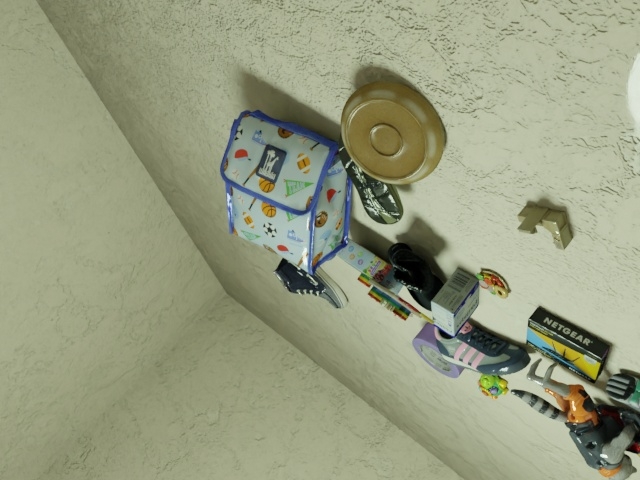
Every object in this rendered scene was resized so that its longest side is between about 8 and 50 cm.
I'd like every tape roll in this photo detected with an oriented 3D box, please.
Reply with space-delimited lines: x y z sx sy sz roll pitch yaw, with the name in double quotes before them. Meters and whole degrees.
"tape roll" 0.404 0.365 1.860 0.189 0.080 0.189 38 160 17

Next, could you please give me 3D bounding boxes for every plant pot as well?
"plant pot" 0.141 -0.214 1.168 0.236 0.032 0.236 20 135 21

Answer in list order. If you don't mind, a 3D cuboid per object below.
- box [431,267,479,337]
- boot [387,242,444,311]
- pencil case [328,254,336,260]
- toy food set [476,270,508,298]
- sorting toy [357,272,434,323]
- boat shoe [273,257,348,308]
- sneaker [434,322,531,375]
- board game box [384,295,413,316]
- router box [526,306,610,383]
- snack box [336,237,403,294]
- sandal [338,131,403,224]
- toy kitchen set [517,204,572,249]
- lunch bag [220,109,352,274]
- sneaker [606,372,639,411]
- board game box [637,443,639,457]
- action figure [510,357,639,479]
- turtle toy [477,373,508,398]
"box" 0.360 0.168 1.485 0.072 0.126 0.137 30 156 31
"boot" 0.270 0.115 1.498 0.246 0.094 0.207 52 -173 -4
"pencil case" 0.000 0.000 1.949 0.064 0.070 0.151 -13 125 26
"toy food set" 0.427 0.108 1.389 0.082 0.020 0.083 17 147 53
"sorting toy" 0.208 0.181 1.586 0.132 0.046 0.274 37 177 -31
"boat shoe" -0.046 0.187 2.273 0.340 0.158 0.127 49 160 -11
"sneaker" 0.448 0.299 1.608 0.319 0.112 0.131 -4 115 56
"board game box" 0.246 0.228 1.965 0.133 0.033 0.169 52 159 -19
"router box" 0.582 0.249 1.327 0.179 0.046 0.133 31 156 35
"snack box" 0.149 0.073 1.719 0.207 0.070 0.174 35 180 30
"sandal" 0.126 -0.171 1.311 0.120 0.086 0.303 6 136 31
"toy kitchen set" 0.424 -0.015 1.079 0.083 0.068 0.075 19 148 51
"lunch bag" -0.094 -0.144 1.551 0.328 0.239 0.385 26 134 23
"sneaker" 0.745 0.355 1.207 0.098 0.083 0.224 34 174 -28
"board game box" 0.837 0.494 1.320 0.165 0.042 0.243 42 160 6
"action figure" 0.641 0.457 1.401 0.330 0.178 0.341 51 169 13
"turtle toy" 0.545 0.462 1.795 0.095 0.066 0.130 29 155 38
